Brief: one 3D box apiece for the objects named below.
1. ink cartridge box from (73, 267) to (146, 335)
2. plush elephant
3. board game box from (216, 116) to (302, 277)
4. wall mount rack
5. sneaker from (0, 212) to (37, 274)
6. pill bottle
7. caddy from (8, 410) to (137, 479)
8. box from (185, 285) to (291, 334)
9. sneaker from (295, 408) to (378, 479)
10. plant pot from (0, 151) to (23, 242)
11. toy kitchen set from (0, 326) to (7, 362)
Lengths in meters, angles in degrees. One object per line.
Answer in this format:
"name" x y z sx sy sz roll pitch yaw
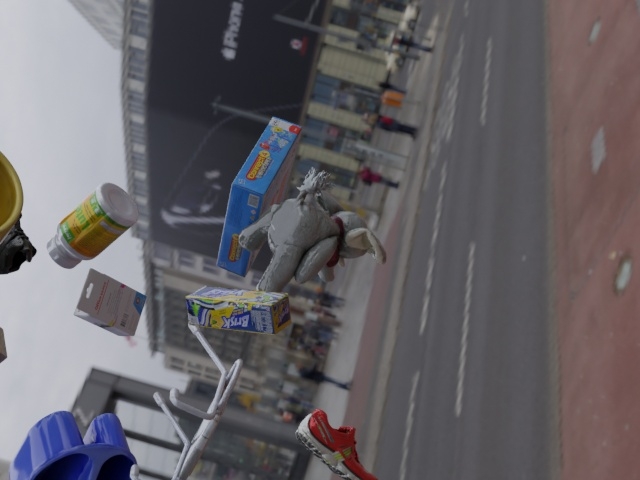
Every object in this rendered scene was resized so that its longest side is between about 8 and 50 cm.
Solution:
"ink cartridge box" -0.499 0.143 1.969 0.181 0.061 0.104 37 -122 -46
"plush elephant" 0.000 0.000 2.027 0.330 0.255 0.272 -54 37 18
"board game box" -0.161 -0.115 2.237 0.302 0.086 0.308 -66 -5 -46
"wall mount rack" -0.276 0.339 1.735 0.350 0.130 0.304 -61 8 20
"sneaker" -0.700 -0.027 1.946 0.087 0.130 0.227 76 -157 -70
"pill bottle" -0.618 -0.032 2.282 0.245 0.136 0.136 -38 14 20
"caddy" -0.558 0.540 1.911 0.341 0.241 0.179 -56 41 27
"box" -0.136 0.114 1.399 0.059 0.169 0.054 -31 -59 -58
"sneaker" 0.065 0.543 2.201 0.118 0.279 0.107 -51 18 -18
"plant pot" -0.654 -0.032 1.391 0.239 0.254 0.254 -45 17 33
"toy kitchen set" -0.904 0.247 2.071 0.166 0.207 0.122 -39 39 2
